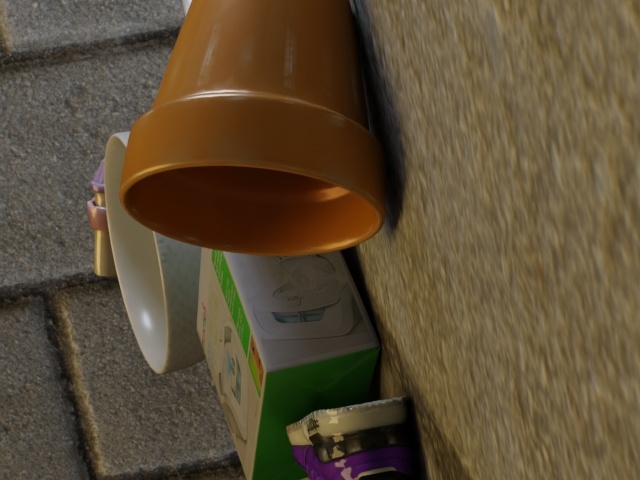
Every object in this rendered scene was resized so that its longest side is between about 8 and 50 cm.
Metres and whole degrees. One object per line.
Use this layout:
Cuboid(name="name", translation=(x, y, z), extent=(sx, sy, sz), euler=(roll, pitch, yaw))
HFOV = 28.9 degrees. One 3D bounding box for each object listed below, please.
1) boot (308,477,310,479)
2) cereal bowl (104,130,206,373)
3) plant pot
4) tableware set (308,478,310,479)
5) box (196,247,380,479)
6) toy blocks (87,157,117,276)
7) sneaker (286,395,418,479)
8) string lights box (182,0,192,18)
Cuboid(name="boot", translation=(0.013, 0.214, 1.596), extent=(0.190, 0.076, 0.208), euler=(-109, 17, -48))
Cuboid(name="cereal bowl", translation=(-0.195, 0.008, 1.730), extent=(0.339, 0.141, 0.339), euler=(168, 90, -72))
Cuboid(name="plant pot", translation=(-0.046, -0.108, 0.983), extent=(0.205, 0.205, 0.188), euler=(96, 178, -71))
Cuboid(name="tableware set", translation=(-0.009, 0.275, 1.545), extent=(0.141, 0.020, 0.169), euler=(106, 149, -54))
Cuboid(name="box", translation=(-0.043, 0.102, 1.346), extent=(0.262, 0.126, 0.231), euler=(101, 152, -53))
Cuboid(name="toy blocks", translation=(-0.193, -0.086, 2.011), extent=(0.309, 0.288, 0.260), euler=(-39, -45, -64))
Cuboid(name="sneaker", translation=(0.033, 0.234, 1.173), extent=(0.293, 0.102, 0.146), euler=(104, 155, -77))
Cuboid(name="string lights box", translation=(-0.060, -0.146, 1.276), extent=(0.260, 0.133, 0.077), euler=(86, 172, -54))
